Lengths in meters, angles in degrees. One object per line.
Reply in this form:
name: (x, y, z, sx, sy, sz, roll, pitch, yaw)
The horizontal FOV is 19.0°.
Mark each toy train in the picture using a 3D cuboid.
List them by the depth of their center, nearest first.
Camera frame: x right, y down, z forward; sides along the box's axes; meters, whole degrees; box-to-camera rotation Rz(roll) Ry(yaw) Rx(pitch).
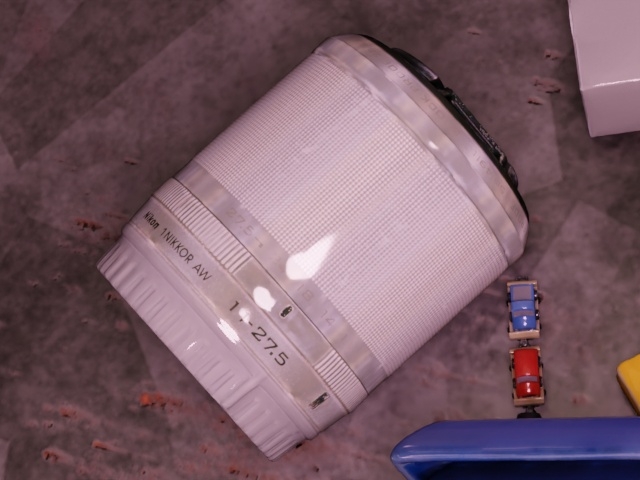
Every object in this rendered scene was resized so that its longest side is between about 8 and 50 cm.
toy train: (0.155, 0.099, 1.443, 0.027, 0.036, 0.158, -5, 68, 11)

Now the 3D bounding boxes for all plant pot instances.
plant pot: (0.162, 0.245, 1.263, 0.236, 0.236, 0.212, -5, 59, 28)

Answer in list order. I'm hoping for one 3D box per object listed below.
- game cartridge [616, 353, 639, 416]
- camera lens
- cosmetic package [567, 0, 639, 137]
game cartridge: (0.411, 0.162, 1.357, 0.285, 0.053, 0.324, -28, 68, 1)
camera lens: (0.000, 0.000, 1.418, 0.274, 0.219, 0.219, -42, 66, -5)
cosmetic package: (0.312, -0.167, 1.479, 0.238, 0.107, 0.127, -7, 68, 13)
